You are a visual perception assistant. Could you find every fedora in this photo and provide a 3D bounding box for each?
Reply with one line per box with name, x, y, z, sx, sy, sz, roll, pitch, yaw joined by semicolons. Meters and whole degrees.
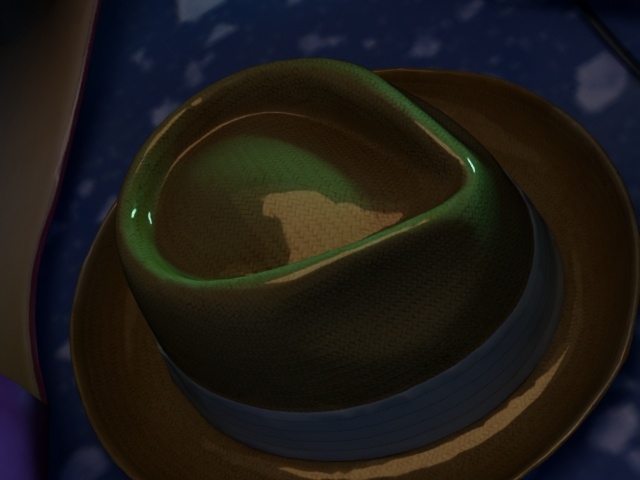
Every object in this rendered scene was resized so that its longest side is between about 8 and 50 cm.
fedora;0.000;0.000;0.490;0.194;0.079;0.194;-10;56;15

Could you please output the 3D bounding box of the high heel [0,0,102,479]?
high heel;-0.112;-0.036;0.522;0.181;0.127;0.377;-34;50;8
